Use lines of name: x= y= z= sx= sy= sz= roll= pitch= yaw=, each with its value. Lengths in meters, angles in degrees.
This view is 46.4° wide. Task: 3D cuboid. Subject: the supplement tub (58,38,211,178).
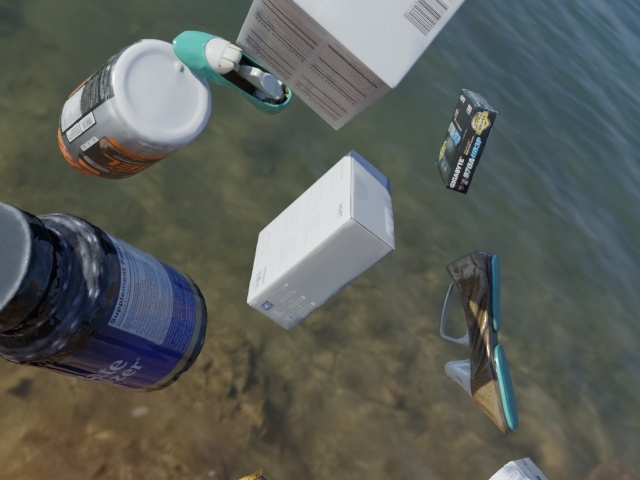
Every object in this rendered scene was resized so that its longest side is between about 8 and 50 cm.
supplement tub: x=-0.376 y=-0.239 z=1.455 sx=0.207 sy=0.338 sz=0.207 roll=8 pitch=76 yaw=-36

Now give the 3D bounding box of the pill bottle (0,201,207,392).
pill bottle: x=-0.197 y=0.050 z=0.614 sx=0.219 sy=0.122 sz=0.123 roll=39 pitch=23 yaw=-60

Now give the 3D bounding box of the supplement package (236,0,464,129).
supplement package: x=0.040 y=-0.301 z=0.972 sx=0.198 sy=0.262 sz=0.199 roll=40 pitch=80 yaw=-9

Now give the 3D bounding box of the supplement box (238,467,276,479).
supplement box: x=-0.168 y=0.637 z=1.608 sx=0.129 sy=0.191 sz=0.194 roll=50 pitch=21 yaw=-24

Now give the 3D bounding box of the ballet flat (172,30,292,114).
ballet flat: x=-0.149 y=-0.316 z=1.368 sx=0.247 sy=0.087 sz=0.083 roll=29 pitch=70 yaw=-31

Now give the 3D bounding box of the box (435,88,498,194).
box: x=0.299 y=-0.210 z=1.551 sx=0.051 sy=0.175 sz=0.220 roll=17 pitch=20 yaw=-2

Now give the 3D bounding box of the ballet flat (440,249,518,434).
ballet flat: x=0.290 y=0.191 z=1.407 sx=0.116 sy=0.124 sz=0.342 roll=7 pitch=76 yaw=-67

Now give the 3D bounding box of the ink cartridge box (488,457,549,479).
ink cartridge box: x=0.327 y=0.458 z=1.313 sx=0.082 sy=0.139 sz=0.190 roll=49 pitch=9 yaw=24

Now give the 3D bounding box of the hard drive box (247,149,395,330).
hard drive box: x=0.000 y=0.000 z=1.157 sx=0.089 sy=0.232 sz=0.181 roll=36 pitch=33 yaw=-23
